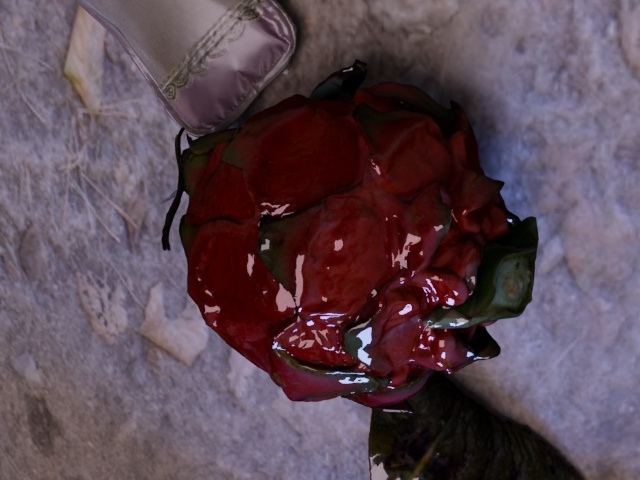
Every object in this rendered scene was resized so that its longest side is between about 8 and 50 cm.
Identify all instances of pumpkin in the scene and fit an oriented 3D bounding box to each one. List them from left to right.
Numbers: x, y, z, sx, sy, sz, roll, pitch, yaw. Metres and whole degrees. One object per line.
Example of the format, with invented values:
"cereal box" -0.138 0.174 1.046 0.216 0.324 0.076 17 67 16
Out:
"pumpkin" 0.132 0.212 0.831 0.163 0.111 0.278 -2 116 20

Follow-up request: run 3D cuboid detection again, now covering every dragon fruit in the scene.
"dragon fruit" 0.000 0.000 0.726 0.293 0.234 0.233 17 126 42

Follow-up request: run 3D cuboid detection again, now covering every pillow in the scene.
"pillow" -0.123 -0.186 0.760 0.232 0.038 0.131 48 123 -5
